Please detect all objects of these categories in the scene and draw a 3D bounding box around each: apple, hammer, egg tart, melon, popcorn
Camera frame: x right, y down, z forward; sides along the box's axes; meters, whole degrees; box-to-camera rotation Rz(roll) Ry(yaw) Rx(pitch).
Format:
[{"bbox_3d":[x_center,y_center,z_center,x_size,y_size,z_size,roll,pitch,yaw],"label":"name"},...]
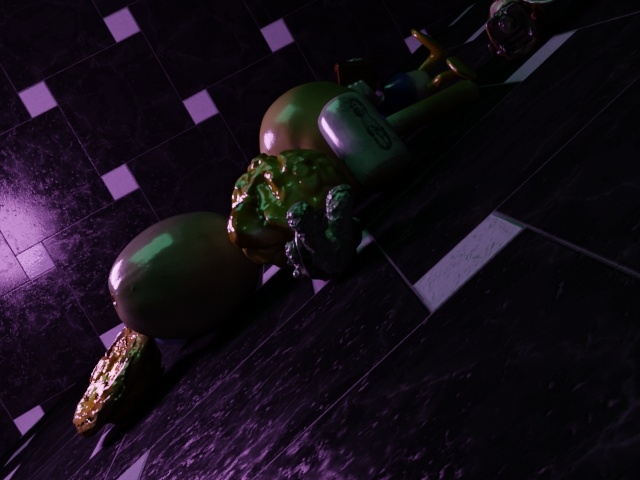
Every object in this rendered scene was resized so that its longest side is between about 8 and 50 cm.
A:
[{"bbox_3d":[0.008,-0.203,1.719,0.262,0.262,0.262,-43,8,8],"label":"apple"},{"bbox_3d":[0.163,-0.225,1.543,0.305,0.202,0.113,-28,-21,-14],"label":"hammer"},{"bbox_3d":[-0.411,0.297,1.752,0.291,0.107,0.291,-49,20,25],"label":"egg tart"},{"bbox_3d":[-0.270,0.073,1.690,0.308,0.271,0.272,-11,14,7],"label":"melon"},{"bbox_3d":[-0.049,-0.049,1.493,0.237,0.206,0.251,-27,27,2],"label":"popcorn"}]

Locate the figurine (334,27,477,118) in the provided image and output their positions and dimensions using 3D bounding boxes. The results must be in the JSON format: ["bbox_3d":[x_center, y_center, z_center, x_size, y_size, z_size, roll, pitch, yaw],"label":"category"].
[{"bbox_3d":[0.138,-0.298,1.853,0.338,0.283,0.204,-59,42,27],"label":"figurine"}]

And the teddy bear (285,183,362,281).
[{"bbox_3d":[0.011,0.013,1.276,0.133,0.111,0.213,-25,-23,-19],"label":"teddy bear"}]

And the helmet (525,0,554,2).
[{"bbox_3d":[0.472,-0.509,1.497,0.257,0.137,0.204,-50,46,15],"label":"helmet"}]

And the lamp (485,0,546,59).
[{"bbox_3d":[0.379,-0.429,1.621,0.118,0.118,0.253,-39,11,29],"label":"lamp"}]

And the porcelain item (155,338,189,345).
[{"bbox_3d":[-0.357,0.156,1.913,0.141,0.141,0.259,-45,-25,-11],"label":"porcelain item"}]
